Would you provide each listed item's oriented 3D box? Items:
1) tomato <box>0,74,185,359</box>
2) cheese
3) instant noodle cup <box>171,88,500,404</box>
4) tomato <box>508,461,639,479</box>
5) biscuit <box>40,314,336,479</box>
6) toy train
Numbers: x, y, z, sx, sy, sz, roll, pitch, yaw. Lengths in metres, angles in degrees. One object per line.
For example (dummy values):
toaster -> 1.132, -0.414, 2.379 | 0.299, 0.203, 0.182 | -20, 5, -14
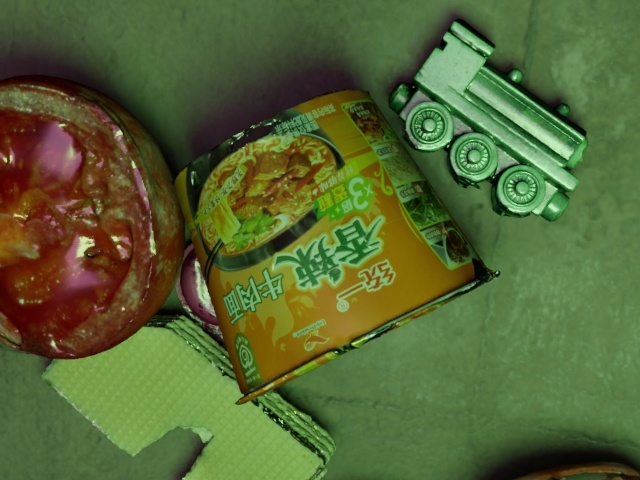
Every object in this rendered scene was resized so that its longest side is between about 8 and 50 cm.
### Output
tomato -> -0.205, -0.028, 0.986 | 0.200, 0.139, 0.233 | -12, 100, 21
cheese -> -0.084, 0.057, 1.031 | 0.095, 0.038, 0.145 | 10, 108, 10
instant noodle cup -> 0.000, 0.000, 0.924 | 0.230, 0.230, 0.182 | -28, 83, 13
tomato -> 0.187, 0.245, 0.979 | 0.174, 0.082, 0.166 | 12, 107, -17
biscuit -> -0.119, 0.154, 1.037 | 0.250, 0.046, 0.147 | 39, 118, 1
toy train -> 0.141, -0.091, 0.951 | 0.170, 0.071, 0.111 | 36, 97, 3
